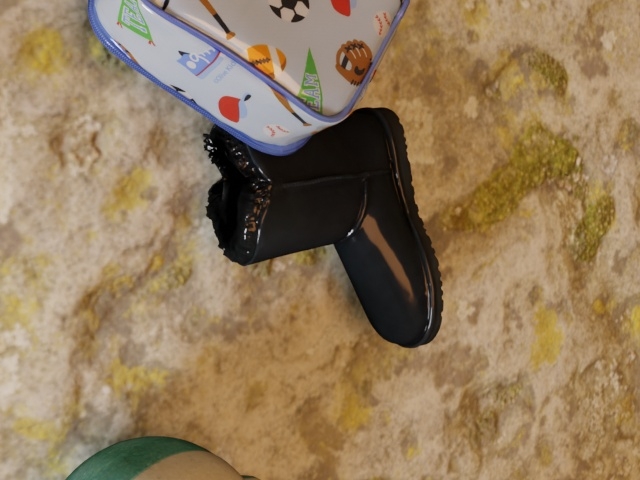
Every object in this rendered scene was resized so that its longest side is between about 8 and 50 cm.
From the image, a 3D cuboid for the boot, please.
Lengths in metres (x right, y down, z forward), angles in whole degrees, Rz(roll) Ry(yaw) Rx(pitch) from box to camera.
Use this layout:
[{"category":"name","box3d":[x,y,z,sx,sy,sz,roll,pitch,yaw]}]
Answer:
[{"category":"boot","box3d":[0.000,0.000,0.903,0.207,0.094,0.246,-14,94,-38]}]

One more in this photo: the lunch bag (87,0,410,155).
[{"category":"lunch bag","box3d":[-0.043,-0.244,0.817,0.243,0.115,0.303,31,63,-18]}]

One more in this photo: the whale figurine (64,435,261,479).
[{"category":"whale figurine","box3d":[-0.135,0.273,0.822,0.216,0.141,0.272,-46,142,-24]}]
